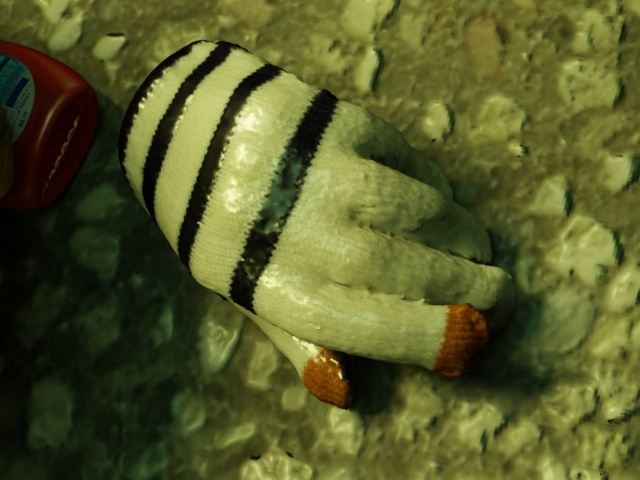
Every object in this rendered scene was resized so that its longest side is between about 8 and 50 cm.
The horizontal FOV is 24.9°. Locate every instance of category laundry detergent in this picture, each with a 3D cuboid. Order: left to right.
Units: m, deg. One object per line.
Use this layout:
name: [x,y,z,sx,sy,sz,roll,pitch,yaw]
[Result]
laundry detergent: [-0.219,-0.082,0.891,0.165,0.049,0.097,22,83,25]

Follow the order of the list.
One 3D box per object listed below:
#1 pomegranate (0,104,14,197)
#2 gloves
pomegranate: [-0.348,-0.027,0.735,0.412,0.411,0.411,-6,70,15]
gloves: [-0.004,-0.008,0.755,0.219,0.131,0.140,38,88,34]
